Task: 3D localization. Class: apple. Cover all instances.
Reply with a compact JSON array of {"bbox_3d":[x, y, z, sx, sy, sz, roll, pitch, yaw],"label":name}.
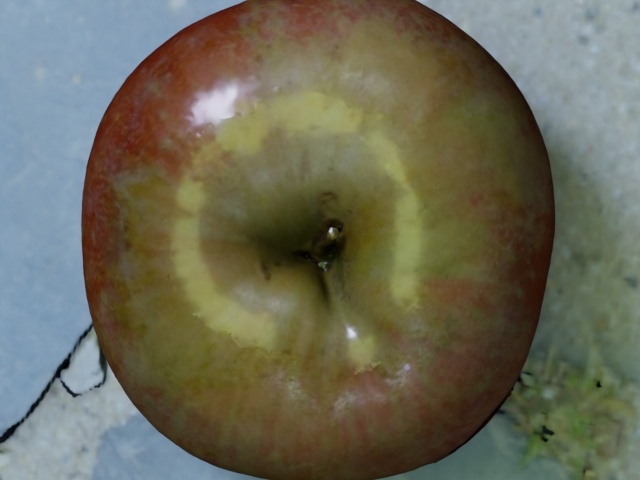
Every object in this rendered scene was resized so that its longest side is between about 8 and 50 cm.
[{"bbox_3d":[0.000,0.000,0.762,0.209,0.164,0.209,1,98,5],"label":"apple"}]
